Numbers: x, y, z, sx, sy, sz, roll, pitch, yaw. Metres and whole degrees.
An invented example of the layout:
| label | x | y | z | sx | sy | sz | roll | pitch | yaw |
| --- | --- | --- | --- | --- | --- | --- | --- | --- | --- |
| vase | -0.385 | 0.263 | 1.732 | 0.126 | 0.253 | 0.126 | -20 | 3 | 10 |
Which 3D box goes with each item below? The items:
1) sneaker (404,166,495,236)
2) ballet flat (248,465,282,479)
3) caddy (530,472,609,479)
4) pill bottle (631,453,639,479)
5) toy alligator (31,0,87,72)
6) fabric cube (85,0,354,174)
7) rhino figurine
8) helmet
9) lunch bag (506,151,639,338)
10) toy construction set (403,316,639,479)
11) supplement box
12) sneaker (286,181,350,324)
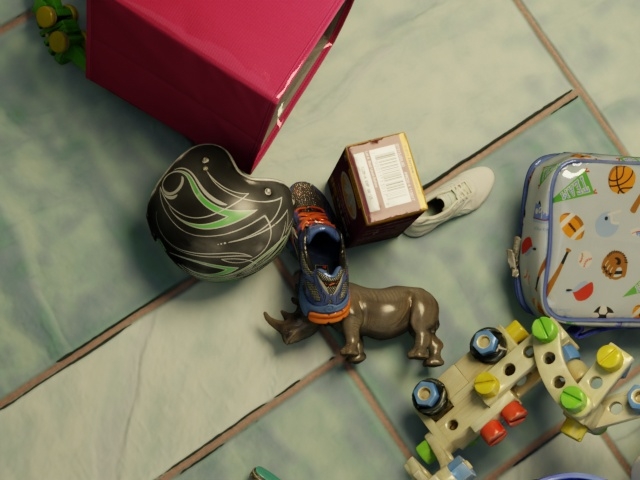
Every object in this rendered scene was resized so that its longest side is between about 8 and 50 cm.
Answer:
| label | x | y | z | sx | sy | sz | roll | pitch | yaw |
| --- | --- | --- | --- | --- | --- | --- | --- | --- | --- |
| sneaker | 0.181 | -0.055 | 1.485 | 0.152 | 0.061 | 0.054 | -33 | 84 | -13 |
| ballet flat | -0.044 | 0.333 | 1.399 | 0.114 | 0.041 | 0.041 | 30 | 77 | -1 |
| caddy | 0.344 | 0.445 | 1.356 | 0.341 | 0.179 | 0.241 | 41 | 78 | 1 |
| pill bottle | 0.528 | 0.219 | 1.376 | 0.176 | 0.176 | 0.318 | 49 | 57 | 3 |
| toy alligator | -0.364 | -0.302 | 1.459 | 0.051 | 0.056 | 0.190 | -28 | 88 | 31 |
| fabric cube | -0.122 | -0.282 | 1.374 | 0.258 | 0.259 | 0.254 | 30 | 70 | -1 |
| rhino figurine | 0.046 | 0.105 | 1.430 | 0.243 | 0.073 | 0.106 | 4 | 70 | -5 |
| helmet | -0.122 | -0.027 | 1.387 | 0.161 | 0.169 | 0.169 | 40 | 77 | 17 |
| lunch bag | 0.400 | 0.008 | 1.451 | 0.303 | 0.115 | 0.243 | 2 | 95 | -15 |
| toy construction set | 0.234 | 0.220 | 1.353 | 0.327 | 0.151 | 0.215 | -34 | 55 | -6 |
| supplement box | 0.069 | -0.061 | 1.404 | 0.080 | 0.188 | 0.104 | -14 | 82 | -9 |
| sneaker | 0.000 | 0.000 | 1.407 | 0.083 | 0.087 | 0.221 | -7 | 49 | -14 |
